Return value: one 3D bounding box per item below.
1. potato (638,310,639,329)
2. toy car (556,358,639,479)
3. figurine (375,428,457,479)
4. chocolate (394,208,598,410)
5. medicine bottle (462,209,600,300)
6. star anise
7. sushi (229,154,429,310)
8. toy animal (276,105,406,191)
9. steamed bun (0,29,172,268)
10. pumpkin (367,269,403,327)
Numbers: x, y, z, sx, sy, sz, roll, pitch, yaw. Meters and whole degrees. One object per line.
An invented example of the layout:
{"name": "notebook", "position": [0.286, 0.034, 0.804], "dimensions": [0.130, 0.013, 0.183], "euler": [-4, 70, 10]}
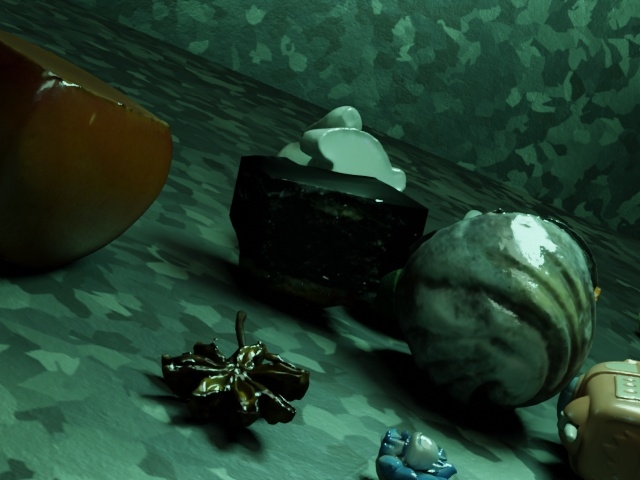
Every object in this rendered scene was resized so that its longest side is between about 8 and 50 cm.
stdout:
{"name": "potato", "position": [0.786, 0.205, 2.677], "dimensions": [0.225, 0.090, 0.117], "euler": [29, 29, 5]}
{"name": "toy car", "position": [0.432, 0.262, 1.722], "dimensions": [0.212, 0.180, 0.270], "euler": [17, 13, 8]}
{"name": "figurine", "position": [0.112, 0.254, 1.382], "dimensions": [0.114, 0.079, 0.114], "euler": [23, 7, -3]}
{"name": "chocolate", "position": [0.259, 0.132, 1.753], "dimensions": [0.303, 0.303, 0.213], "euler": [20, 37, -18]}
{"name": "medicine bottle", "position": [0.376, 0.070, 2.346], "dimensions": [0.289, 0.157, 0.157], "euler": [27, 14, 9]}
{"name": "star anise", "position": [-0.081, 0.151, 1.427], "dimensions": [0.177, 0.073, 0.234], "euler": [22, 28, 23]}
{"name": "sushi", "position": [-0.001, 0.000, 1.865], "dimensions": [0.227, 0.212, 0.215], "euler": [7, 11, -22]}
{"name": "toy animal", "position": [0.016, -0.109, 2.336], "dimensions": [0.206, 0.271, 0.265], "euler": [-15, 8, -26]}
{"name": "steamed bun", "position": [-0.361, -0.101, 1.550], "dimensions": [0.235, 0.248, 0.379], "euler": [32, 4, 17]}
{"name": "pumpkin", "position": [0.141, 0.078, 1.984], "dimensions": [0.167, 0.125, 0.167], "euler": [17, 17, -5]}
